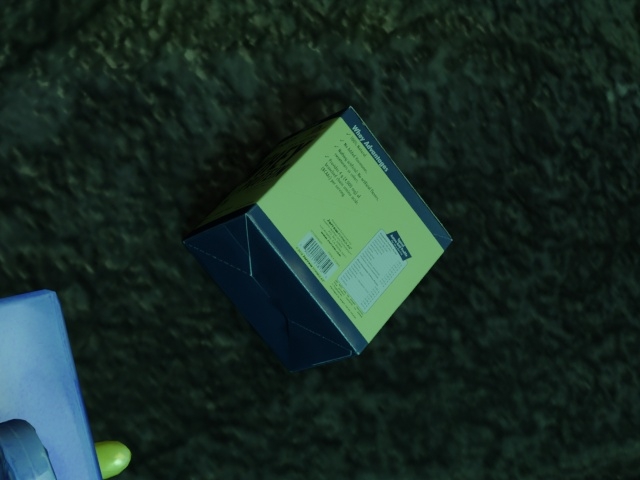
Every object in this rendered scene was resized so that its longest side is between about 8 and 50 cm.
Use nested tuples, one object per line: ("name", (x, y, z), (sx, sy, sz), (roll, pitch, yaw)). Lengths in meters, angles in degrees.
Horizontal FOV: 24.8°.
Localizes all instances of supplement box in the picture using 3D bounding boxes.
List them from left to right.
("supplement box", (0.000, 0.000, 0.671), (0.083, 0.056, 0.083), (52, 54, -13))

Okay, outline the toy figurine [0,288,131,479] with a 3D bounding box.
("toy figurine", (-0.139, 0.115, 0.439), (0.191, 0.217, 0.362), (-9, 83, -37))
